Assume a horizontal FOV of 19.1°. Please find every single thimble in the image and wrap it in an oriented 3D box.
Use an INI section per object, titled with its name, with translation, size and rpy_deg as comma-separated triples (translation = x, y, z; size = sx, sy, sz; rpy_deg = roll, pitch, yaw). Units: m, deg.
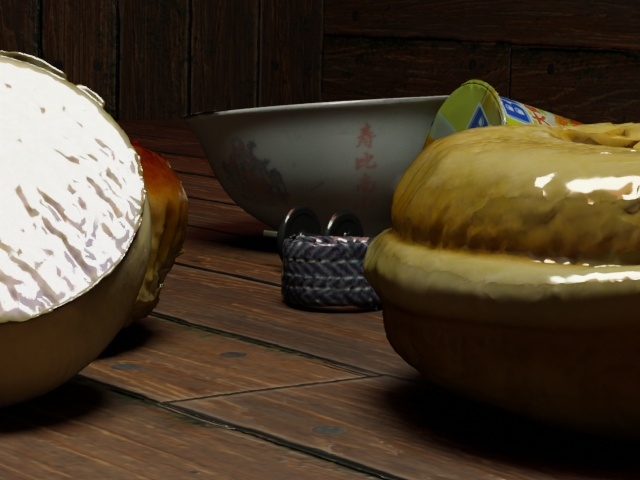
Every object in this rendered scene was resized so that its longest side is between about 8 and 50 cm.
[thimble]
translation = 0.017, 0.028, 1.750
size = 0.104, 0.066, 0.095
rpy_deg = 1, 5, -8

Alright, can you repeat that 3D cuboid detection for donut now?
[donut]
translation = 0.250, 0.021, 1.316
size = 0.448, 0.198, 0.449
rpy_deg = 0, 7, 0

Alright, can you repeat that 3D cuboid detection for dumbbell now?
[dumbbell]
translation = 0.000, 0.000, 1.957
size = 0.147, 0.069, 0.069
rpy_deg = 6, 9, 36

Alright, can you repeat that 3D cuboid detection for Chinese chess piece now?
[Chinese chess piece]
translation = -0.250, -0.012, 1.295
size = 0.270, 0.112, 0.270
rpy_deg = 8, 49, -9

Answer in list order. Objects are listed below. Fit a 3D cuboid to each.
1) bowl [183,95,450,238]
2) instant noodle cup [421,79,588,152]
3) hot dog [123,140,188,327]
[bowl]
translation = 0.020, -0.077, 2.150
size = 0.345, 0.157, 0.345
rpy_deg = -5, 1, 0
[instant noodle cup]
translation = 0.204, -0.055, 1.976
size = 0.153, 0.205, 0.205
rpy_deg = 9, 3, -25
[hot dog]
translation = -0.301, -0.013, 1.556
size = 0.367, 0.196, 0.365
rpy_deg = -7, 14, -33
